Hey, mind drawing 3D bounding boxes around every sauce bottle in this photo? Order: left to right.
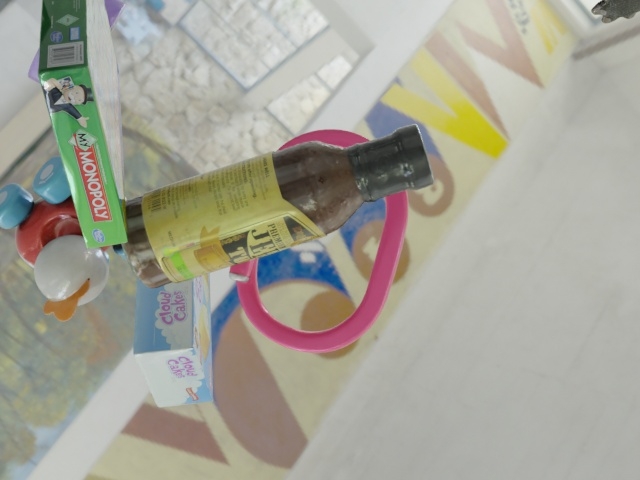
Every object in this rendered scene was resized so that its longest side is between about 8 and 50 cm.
[{"bbox_3d":[-0.048,-0.044,0.922,0.344,0.111,0.111,-18,-159,7],"label":"sauce bottle"}]

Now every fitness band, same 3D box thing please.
[{"bbox_3d":[0.000,0.000,1.082,0.054,0.209,0.291,29,76,-81],"label":"fitness band"}]

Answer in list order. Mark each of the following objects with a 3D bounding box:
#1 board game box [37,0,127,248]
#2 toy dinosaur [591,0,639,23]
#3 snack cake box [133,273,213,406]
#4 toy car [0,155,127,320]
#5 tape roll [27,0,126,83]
[{"bbox_3d":[-0.249,-0.178,0.887,0.046,0.214,0.317,-9,-134,-7],"label":"board game box"},{"bbox_3d":[0.220,-0.235,0.509,0.313,0.121,0.160,-17,-119,15],"label":"toy dinosaur"},{"bbox_3d":[-0.222,0.101,1.281,0.089,0.152,0.264,-6,-130,-1],"label":"snack cake box"},{"bbox_3d":[-0.411,0.033,1.343,0.210,0.219,0.238,-24,-137,23],"label":"toy car"},{"bbox_3d":[-0.402,-0.331,1.381,0.189,0.080,0.189,-51,-160,27],"label":"tape roll"}]
